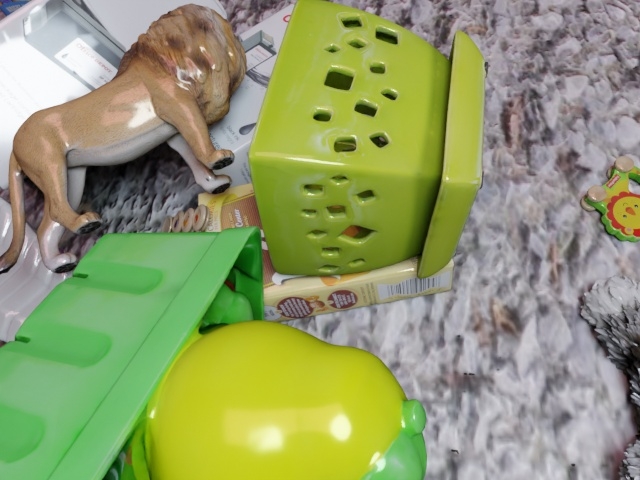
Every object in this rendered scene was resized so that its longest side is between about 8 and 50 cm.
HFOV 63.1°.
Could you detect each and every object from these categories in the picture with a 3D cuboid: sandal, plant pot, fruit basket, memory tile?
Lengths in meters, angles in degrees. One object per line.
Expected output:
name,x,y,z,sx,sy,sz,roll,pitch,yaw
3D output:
sandal,-0.416,0.066,0.749,0.416,0.102,0.169,34,87,12
plant pot,0.059,-0.094,0.568,0.207,0.228,0.227,8,61,8
fruit basket,-0.100,0.169,0.458,0.393,0.282,0.391,2,44,-2
memory tile,-0.193,0.011,0.715,0.148,0.012,0.113,-9,69,53

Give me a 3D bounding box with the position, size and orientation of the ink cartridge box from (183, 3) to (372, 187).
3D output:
ink cartridge box,-0.095,-0.209,0.814,0.289,0.121,0.211,-35,61,-8

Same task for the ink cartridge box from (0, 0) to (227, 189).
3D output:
ink cartridge box,-0.370,-0.270,0.804,0.395,0.166,0.285,-43,24,-14

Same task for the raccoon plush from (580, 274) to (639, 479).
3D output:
raccoon plush,0.344,0.190,0.409,0.216,0.299,0.446,-25,60,-3

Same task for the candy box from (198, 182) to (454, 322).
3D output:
candy box,0.000,0.000,0.702,0.317,0.087,0.182,-11,59,4

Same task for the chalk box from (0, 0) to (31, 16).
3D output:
chalk box,-0.496,-0.502,0.958,0.179,0.289,0.180,7,64,15

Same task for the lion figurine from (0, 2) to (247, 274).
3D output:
lion figurine,-0.253,-0.137,0.643,0.393,0.142,0.240,-27,79,-14

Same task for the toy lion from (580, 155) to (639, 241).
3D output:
toy lion,0.405,-0.050,0.685,0.096,0.034,0.100,41,75,20
